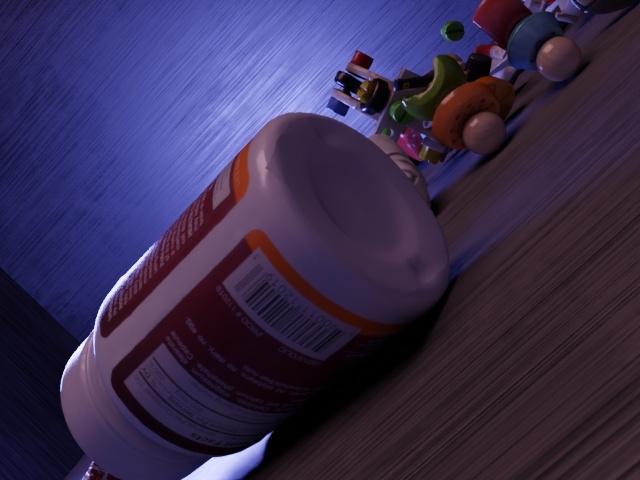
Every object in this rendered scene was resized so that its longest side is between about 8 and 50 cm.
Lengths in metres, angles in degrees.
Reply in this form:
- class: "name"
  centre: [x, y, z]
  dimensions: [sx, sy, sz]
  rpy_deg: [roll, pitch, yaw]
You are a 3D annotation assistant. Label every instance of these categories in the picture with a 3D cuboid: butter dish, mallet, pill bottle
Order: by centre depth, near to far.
- class: "pill bottle"
  centre: [-0.082, 0.077, 0.876]
  dimensions: [0.392, 0.224, 0.224]
  rpy_deg: [-42, 5, 32]
- class: "mallet"
  centre: [0.184, -0.248, 1.304]
  dimensions: [0.190, 0.039, 0.062]
  rpy_deg: [-7, -54, -41]
- class: "butter dish"
  centre: [0.215, -0.224, 1.770]
  dimensions: [0.160, 0.118, 0.160]
  rpy_deg: [-46, -38, 0]

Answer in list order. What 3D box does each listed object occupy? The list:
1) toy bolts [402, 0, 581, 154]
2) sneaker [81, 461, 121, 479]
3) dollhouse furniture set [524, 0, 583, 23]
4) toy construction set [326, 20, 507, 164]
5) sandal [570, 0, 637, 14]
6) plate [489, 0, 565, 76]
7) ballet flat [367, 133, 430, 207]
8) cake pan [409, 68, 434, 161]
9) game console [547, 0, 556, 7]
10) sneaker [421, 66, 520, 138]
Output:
- class: "toy bolts"
  centre: [0.272, -0.216, 1.253]
  dimensions: [0.218, 0.158, 0.228]
  rpy_deg: [16, -63, -47]
- class: "sneaker"
  centre: [-0.347, 0.396, 1.347]
  dimensions: [0.093, 0.088, 0.225]
  rpy_deg: [-43, 4, 44]
- class: "dollhouse furniture set"
  centre: [0.518, -0.477, 1.532]
  dimensions: [0.303, 0.174, 0.355]
  rpy_deg: [-89, 11, -49]
- class: "toy construction set"
  centre: [0.180, -0.231, 1.444]
  dimensions: [0.309, 0.257, 0.237]
  rpy_deg: [-40, 15, 1]
- class: "sandal"
  centre: [0.487, -0.434, 1.247]
  dimensions: [0.303, 0.120, 0.086]
  rpy_deg: [-42, -23, 23]
- class: "plate"
  centre: [0.429, -0.408, 1.870]
  dimensions: [0.278, 0.045, 0.277]
  rpy_deg: [-48, 4, -32]
- class: "ballet flat"
  centre: [0.077, -0.026, 1.183]
  dimensions: [0.139, 0.139, 0.400]
  rpy_deg: [-42, 9, 43]
- class: "cake pan"
  centre: [0.213, -0.258, 1.954]
  dimensions: [0.293, 0.054, 0.293]
  rpy_deg: [-43, -15, -15]
- class: "game console"
  centre: [0.566, -0.547, 2.113]
  dimensions: [0.124, 0.085, 0.144]
  rpy_deg: [-7, 25, 28]
- class: "sneaker"
  centre: [0.267, -0.247, 1.611]
  dimensions: [0.237, 0.086, 0.085]
  rpy_deg: [-39, 5, 45]
